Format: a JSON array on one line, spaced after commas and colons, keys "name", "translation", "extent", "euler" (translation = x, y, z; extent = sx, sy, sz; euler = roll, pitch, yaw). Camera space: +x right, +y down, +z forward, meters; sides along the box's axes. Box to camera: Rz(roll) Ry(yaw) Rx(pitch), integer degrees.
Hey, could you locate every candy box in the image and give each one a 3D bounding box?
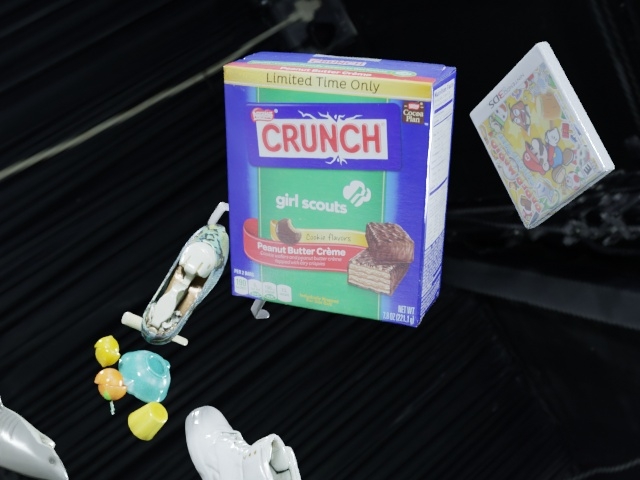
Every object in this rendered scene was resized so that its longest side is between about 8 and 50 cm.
[{"name": "candy box", "translation": [0.023, -0.071, 1.112], "extent": [0.268, 0.122, 0.317], "euler": [8, -68, 19]}]

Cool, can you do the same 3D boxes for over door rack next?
[{"name": "over door rack", "translation": [0.000, 0.000, 1.501], "extent": [0.239, 0.324, 0.108], "euler": [59, -35, 40]}]

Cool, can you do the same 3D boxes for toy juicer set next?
[{"name": "toy juicer set", "translation": [-0.420, 0.281, 1.932], "extent": [0.209, 0.089, 0.329], "euler": [41, 24, -20]}]

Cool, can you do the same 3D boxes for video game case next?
[{"name": "video game case", "translation": [0.341, -0.161, 1.365], "extent": [0.227, 0.026, 0.206], "euler": [67, -30, 16]}]

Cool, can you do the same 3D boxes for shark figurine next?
[{"name": "shark figurine", "translation": [-0.436, 0.232, 0.992], "extent": [0.278, 0.116, 0.166], "euler": [-7, -59, 37]}]

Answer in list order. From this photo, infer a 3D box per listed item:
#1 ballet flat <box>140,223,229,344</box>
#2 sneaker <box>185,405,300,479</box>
[{"name": "ballet flat", "translation": [-0.184, 0.059, 1.180], "extent": [0.070, 0.188, 0.070], "euler": [26, -10, 5]}, {"name": "sneaker", "translation": [-0.122, 0.362, 1.455], "extent": [0.108, 0.169, 0.292], "euler": [15, 32, -43]}]
